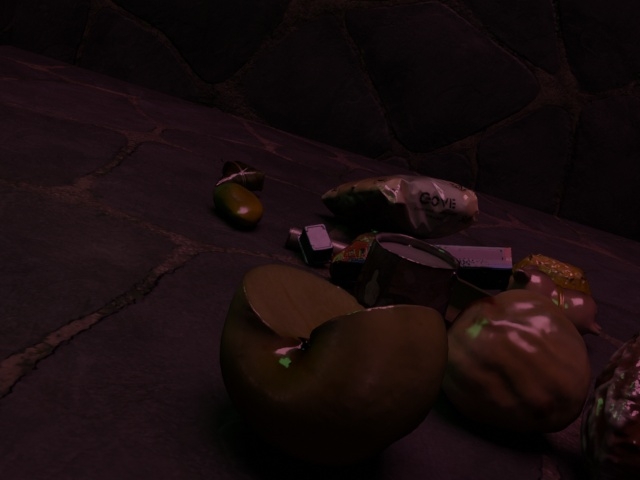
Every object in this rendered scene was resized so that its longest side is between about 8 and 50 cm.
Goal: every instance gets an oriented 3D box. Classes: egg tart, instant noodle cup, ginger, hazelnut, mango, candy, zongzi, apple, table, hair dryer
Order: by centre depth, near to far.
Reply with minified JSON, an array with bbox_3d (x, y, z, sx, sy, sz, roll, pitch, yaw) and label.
[{"bbox_3d":[0.014,0.171,0.851,0.295,0.233,0.258,15,-7,31],"label":"apple"},{"bbox_3d":[0.502,0.274,1.006,0.157,0.214,0.289,21,45,20],"label":"candy"},{"bbox_3d":[0.330,0.214,1.098,0.261,0.241,0.261,-5,35,4],"label":"hazelnut"},{"bbox_3d":[0.155,0.110,1.233,0.217,0.207,0.217,15,16,-4],"label":"instant noodle cup"},{"bbox_3d":[0.297,0.150,1.341,0.167,0.167,0.226,3,18,-41],"label":"table"},{"bbox_3d":[-0.217,-0.091,1.721,0.122,0.085,0.191,16,23,-44],"label":"mango"},{"bbox_3d":[0.012,0.003,1.722,0.195,0.054,0.220,18,10,-1],"label":"hair dryer"},{"bbox_3d":[0.171,0.015,1.789,0.165,0.067,0.096,10,-3,-24],"label":"ginger"},{"bbox_3d":[0.679,0.123,1.878,0.315,0.120,0.315,15,17,-5],"label":"egg tart"},{"bbox_3d":[-0.297,-0.201,2.005,0.184,0.084,0.187,-11,24,-40],"label":"zongzi"}]

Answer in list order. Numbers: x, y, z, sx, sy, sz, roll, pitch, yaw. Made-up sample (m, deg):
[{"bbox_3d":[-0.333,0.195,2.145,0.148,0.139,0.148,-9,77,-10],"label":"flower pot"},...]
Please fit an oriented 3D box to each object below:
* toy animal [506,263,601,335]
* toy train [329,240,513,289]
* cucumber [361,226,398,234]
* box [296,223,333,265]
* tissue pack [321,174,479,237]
[{"bbox_3d":[0.587,0.168,1.617,0.248,0.149,0.165,36,7,19],"label":"toy animal"},{"bbox_3d":[0.227,0.052,1.474,0.409,0.086,0.089,3,57,10],"label":"toy train"},{"bbox_3d":[0.235,0.010,1.881,0.245,0.067,0.067,24,18,23],"label":"cucumber"},{"bbox_3d":[-0.009,0.007,1.571,0.074,0.054,0.099,-7,55,-22],"label":"box"},{"bbox_3d":[0.240,-0.103,1.947,0.375,0.195,0.390,4,0,-30],"label":"tissue pack"}]
